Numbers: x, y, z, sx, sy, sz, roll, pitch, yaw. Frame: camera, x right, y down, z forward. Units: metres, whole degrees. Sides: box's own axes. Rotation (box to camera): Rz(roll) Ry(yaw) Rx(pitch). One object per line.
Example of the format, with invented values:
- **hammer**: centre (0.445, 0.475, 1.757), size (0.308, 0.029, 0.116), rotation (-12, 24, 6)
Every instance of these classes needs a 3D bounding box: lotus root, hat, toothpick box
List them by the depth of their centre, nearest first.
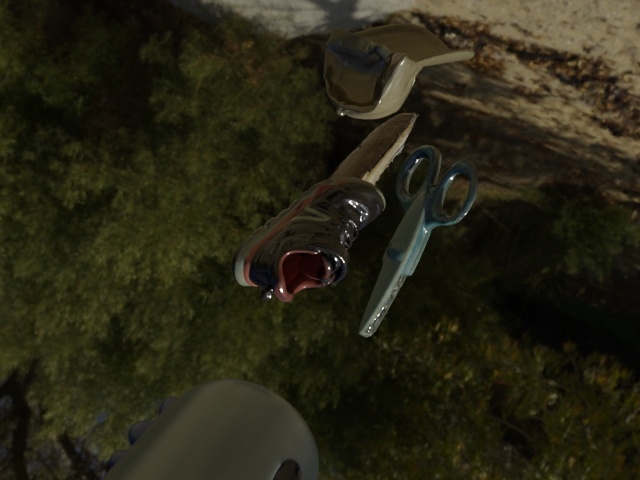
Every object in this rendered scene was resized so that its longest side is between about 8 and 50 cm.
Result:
- **toothpick box**: centre (-0.150, 0.318, 0.852), size (0.263, 0.263, 0.354), rotation (25, -152, 9)
- **hat**: centre (0.109, -0.222, 0.923), size (0.173, 0.144, 0.166), rotation (10, -157, -36)
- **lotus root**: centre (0.097, -0.167, 1.444), size (0.078, 0.329, 0.167), rotation (35, 156, 7)

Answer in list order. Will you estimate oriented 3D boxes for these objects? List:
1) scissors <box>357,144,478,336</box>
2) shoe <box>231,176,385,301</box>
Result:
- **scissors**: centre (0.121, 0.009, 0.959), size (0.041, 0.289, 0.138), rotation (15, -167, -45)
- **shoe**: centre (0.000, 0.000, 1.104), size (0.137, 0.291, 0.114), rotation (38, 155, 41)
